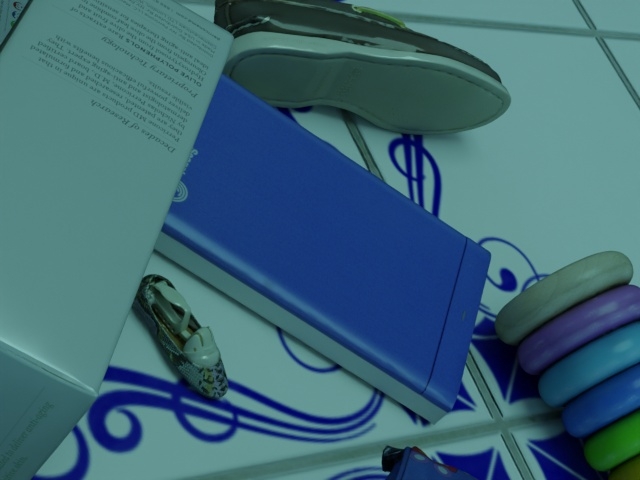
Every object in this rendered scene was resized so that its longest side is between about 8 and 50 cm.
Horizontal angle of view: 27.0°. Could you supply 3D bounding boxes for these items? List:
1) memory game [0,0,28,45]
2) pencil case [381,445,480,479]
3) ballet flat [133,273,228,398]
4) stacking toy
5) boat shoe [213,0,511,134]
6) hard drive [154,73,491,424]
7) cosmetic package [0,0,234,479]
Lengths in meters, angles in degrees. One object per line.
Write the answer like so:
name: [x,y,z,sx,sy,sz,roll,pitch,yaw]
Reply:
memory game: [-0.279,-0.197,1.165,0.186,0.012,0.186,21,46,-23]
pencil case: [0.174,0.254,0.988,0.306,0.133,0.119,19,71,6]
ballet flat: [-0.107,0.072,1.046,0.114,0.041,0.041,51,42,10]
stacking toy: [0.294,0.179,1.202,0.141,0.141,0.330,-13,68,-44]
boat shoe: [0.045,-0.180,1.327,0.324,0.116,0.096,6,55,-27]
hard drive: [0.000,0.000,1.189,0.319,0.040,0.210,33,42,-10]
cosmetic package: [-0.204,-0.016,0.929,0.155,0.197,0.365,29,44,-15]
